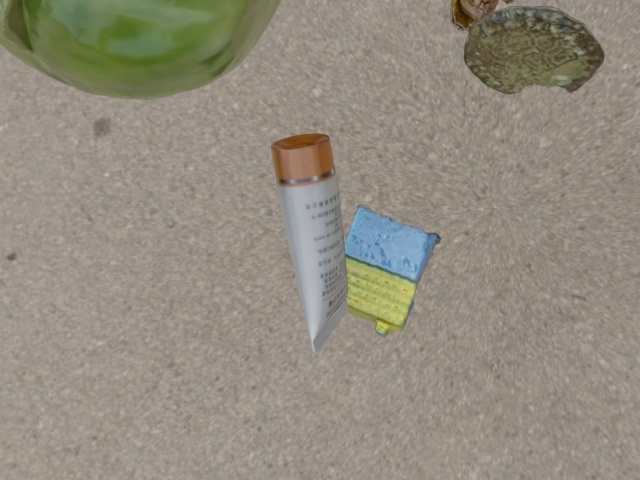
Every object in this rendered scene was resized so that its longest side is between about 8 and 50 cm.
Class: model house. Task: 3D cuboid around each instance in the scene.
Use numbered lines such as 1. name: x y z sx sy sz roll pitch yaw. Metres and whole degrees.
1. model house: 0.160 0.091 1.718 0.237 0.215 0.303 21 71 12

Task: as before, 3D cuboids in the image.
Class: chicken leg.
1. chicken leg: 0.387 -0.652 1.514 0.182 0.409 0.295 15 128 -8

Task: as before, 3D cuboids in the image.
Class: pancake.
1. pancake: 0.358 -0.318 1.094 0.235 0.212 0.029 11 66 25

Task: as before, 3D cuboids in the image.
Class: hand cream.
1. hand cream: 0.000 0.000 0.959 0.089 0.139 0.314 -1 110 26

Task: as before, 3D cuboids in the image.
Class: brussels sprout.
1. brussels sprout: -0.205 -0.323 0.627 0.342 0.425 0.361 1 139 -18
